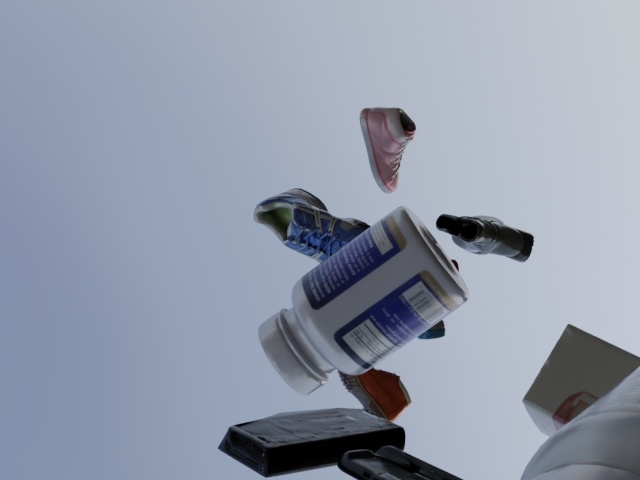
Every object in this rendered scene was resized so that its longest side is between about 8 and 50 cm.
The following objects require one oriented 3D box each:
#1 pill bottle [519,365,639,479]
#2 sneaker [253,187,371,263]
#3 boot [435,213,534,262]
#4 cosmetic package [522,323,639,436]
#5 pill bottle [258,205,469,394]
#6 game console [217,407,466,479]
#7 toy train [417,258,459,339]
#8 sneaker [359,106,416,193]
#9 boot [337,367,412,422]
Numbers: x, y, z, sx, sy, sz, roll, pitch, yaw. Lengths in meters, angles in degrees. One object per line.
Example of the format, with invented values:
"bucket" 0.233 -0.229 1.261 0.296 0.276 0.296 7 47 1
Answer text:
"pill bottle" 0.283 0.212 0.728 0.361 0.204 0.204 -15 -112 -49
"sneaker" 0.000 0.000 1.179 0.211 0.080 0.081 28 -155 35
"boot" 0.293 -0.024 1.801 0.161 0.246 0.083 17 -90 -25
"cosmetic package" 0.427 0.244 1.163 0.296 0.129 0.153 27 167 36
"pill bottle" 0.037 0.063 0.876 0.112 0.187 0.112 51 -169 -15
"game console" 0.050 0.266 1.076 0.213 0.361 0.044 0 -84 -35
"toy train" 0.191 0.100 1.740 0.105 0.248 0.143 -2 -86 -4
"sneaker" 0.105 -0.127 1.283 0.051 0.070 0.134 -60 -41 -52
"boot" 0.087 0.234 1.533 0.085 0.059 0.158 -32 -95 -22
